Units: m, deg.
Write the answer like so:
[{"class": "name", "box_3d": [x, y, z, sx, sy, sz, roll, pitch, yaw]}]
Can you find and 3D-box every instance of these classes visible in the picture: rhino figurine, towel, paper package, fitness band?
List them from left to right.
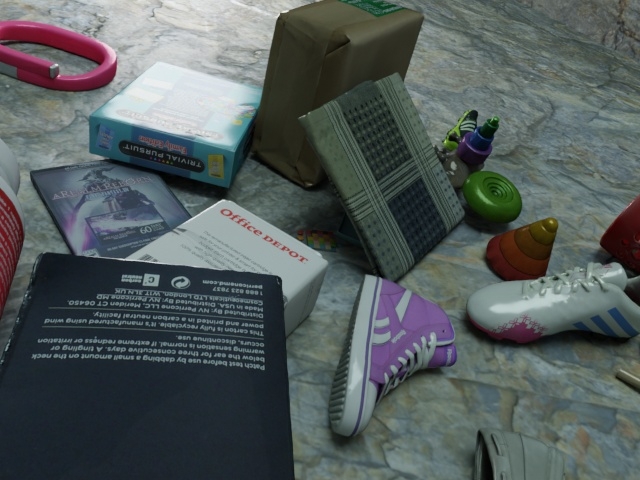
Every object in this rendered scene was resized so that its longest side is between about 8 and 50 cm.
[{"class": "fitness band", "box_3d": [-0.595, -0.411, 1.301, 0.291, 0.054, 0.209, 20, 38, 4]}, {"class": "paper package", "box_3d": [0.036, -0.316, 1.194, 0.168, 0.309, 0.325, 31, 39, 17]}, {"class": "towel", "box_3d": [0.116, -0.119, 1.050, 0.312, 0.056, 0.324, -36, 103, -44]}, {"class": "rhino figurine", "box_3d": [0.270, -0.150, 1.262, 0.106, 0.073, 0.243, 35, 44, 16]}]

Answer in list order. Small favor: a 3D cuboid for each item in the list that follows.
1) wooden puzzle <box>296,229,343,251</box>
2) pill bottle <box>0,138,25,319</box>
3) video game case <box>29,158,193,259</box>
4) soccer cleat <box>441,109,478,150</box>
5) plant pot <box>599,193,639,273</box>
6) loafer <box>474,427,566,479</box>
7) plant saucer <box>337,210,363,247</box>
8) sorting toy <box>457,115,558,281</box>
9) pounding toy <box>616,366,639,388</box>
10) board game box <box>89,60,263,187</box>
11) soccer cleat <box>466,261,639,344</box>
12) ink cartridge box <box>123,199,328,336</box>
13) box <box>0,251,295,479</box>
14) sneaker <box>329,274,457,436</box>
[{"class": "wooden puzzle", "box_3d": [0.000, 0.000, 1.034, 0.083, 0.006, 0.049, 5, 39, -13]}, {"class": "pill bottle", "box_3d": [-0.466, 0.031, 0.654, 0.229, 0.229, 0.407, 3, 39, -15]}, {"class": "video game case", "box_3d": [-0.327, -0.048, 0.967, 0.196, 0.026, 0.274, -17, 49, -35]}, {"class": "soccer cleat", "box_3d": [0.356, -0.262, 1.449, 0.072, 0.060, 0.179, 34, 47, 8]}, {"class": "plant pot", "box_3d": [0.667, -0.006, 1.135, 0.191, 0.191, 0.174, -19, 58, -37]}, {"class": "loafer", "box_3d": [0.180, 0.324, 0.621, 0.112, 0.112, 0.319, 21, 30, 15]}, {"class": "plant saucer", "box_3d": [0.078, -0.051, 1.112, 0.067, 0.018, 0.192, 23, 39, -1]}, {"class": "sorting toy", "box_3d": [0.360, -0.097, 1.125, 0.127, 0.126, 0.365, 3, 54, -19]}, {"class": "pounding toy", "box_3d": [0.609, 0.186, 0.931, 0.237, 0.110, 0.183, -22, 51, -39]}, {"class": "board game box", "box_3d": [-0.257, -0.238, 1.161, 0.254, 0.079, 0.336, 14, 33, -1]}, {"class": "soccer cleat", "box_3d": [0.397, 0.086, 0.955, 0.331, 0.143, 0.116, 3, 40, -15]}, {"class": "ink cartridge box", "box_3d": [-0.148, 0.081, 0.793, 0.198, 0.114, 0.273, 31, 41, 18]}, {"class": "box", "box_3d": [-0.135, 0.241, 0.416, 0.179, 0.343, 0.312, 7, 39, -12]}, {"class": "sneaker", "box_3d": [0.110, 0.157, 0.804, 0.161, 0.102, 0.282, 21, 38, 2]}]
